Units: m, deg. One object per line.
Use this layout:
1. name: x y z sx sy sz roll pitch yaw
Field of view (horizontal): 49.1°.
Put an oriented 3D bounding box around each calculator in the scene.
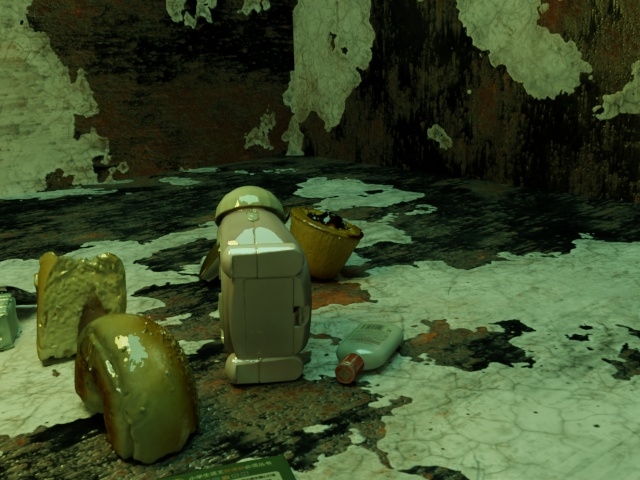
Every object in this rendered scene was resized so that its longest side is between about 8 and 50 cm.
1. calculator: -0.829 0.138 1.693 0.274 0.028 0.165 -3 -14 5

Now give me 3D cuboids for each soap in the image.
1. soap: -0.801 0.191 1.530 0.261 0.094 0.150 -4 20 -14

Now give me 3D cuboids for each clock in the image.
1. clock: -0.129 0.083 1.411 0.184 0.342 0.326 1 22 -15

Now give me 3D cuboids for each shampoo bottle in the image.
1. shampoo bottle: 0.088 0.221 1.399 0.108 0.051 0.221 6 17 23

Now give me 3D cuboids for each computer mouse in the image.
1. computer mouse: -0.221 -0.003 1.940 0.310 0.072 0.158 -36 15 6

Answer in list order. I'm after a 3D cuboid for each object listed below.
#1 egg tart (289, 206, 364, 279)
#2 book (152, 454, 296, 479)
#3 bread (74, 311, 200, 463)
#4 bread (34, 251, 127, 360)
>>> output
1. egg tart: 0.000 0.000 1.920 0.215 0.170 0.215 21 14 -5
2. book: -0.108 0.373 0.903 0.202 0.027 0.264 -7 17 -17
3. bread: -0.317 0.215 1.190 0.171 0.192 0.314 -13 19 -33
4. bread: -0.524 0.126 1.526 0.184 0.224 0.211 -1 6 -20
